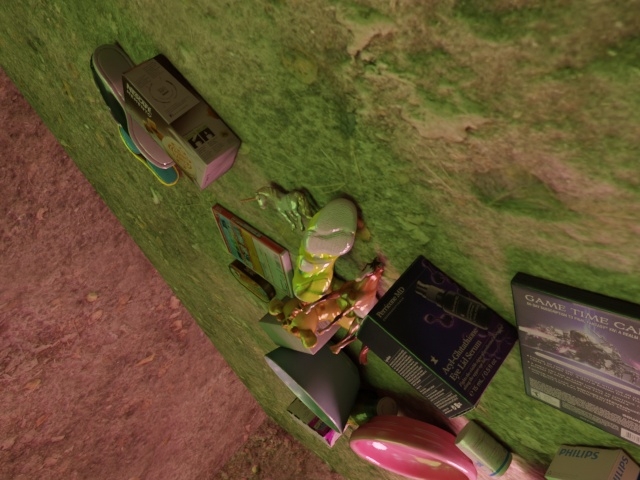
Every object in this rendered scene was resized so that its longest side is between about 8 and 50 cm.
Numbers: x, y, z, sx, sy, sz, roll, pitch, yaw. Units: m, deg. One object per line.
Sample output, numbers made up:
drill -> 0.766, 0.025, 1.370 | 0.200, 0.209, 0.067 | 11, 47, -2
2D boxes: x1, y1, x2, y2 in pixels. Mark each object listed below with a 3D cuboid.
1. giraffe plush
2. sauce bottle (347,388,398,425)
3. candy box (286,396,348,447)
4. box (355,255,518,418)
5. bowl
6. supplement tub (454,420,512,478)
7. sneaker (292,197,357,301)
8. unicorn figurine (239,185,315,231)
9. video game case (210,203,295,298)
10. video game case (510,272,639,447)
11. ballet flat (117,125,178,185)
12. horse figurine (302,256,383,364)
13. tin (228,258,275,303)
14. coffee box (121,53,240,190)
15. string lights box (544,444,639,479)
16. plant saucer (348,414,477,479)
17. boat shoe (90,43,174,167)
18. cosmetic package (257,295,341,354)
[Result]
giraffe plush -> -0.014, 0.158, 1.014 | 0.181, 0.170, 0.210 | 21, 144, 42
sauce bottle -> 0.119, 0.516, 1.382 | 0.111, 0.111, 0.344 | 47, 152, -1
candy box -> 0.003, 0.643, 1.678 | 0.233, 0.159, 0.071 | 14, 138, 49
box -> 0.186, 0.156, 0.734 | 0.207, 0.153, 0.108 | 39, 152, 15
bowl -> -0.002, 0.395, 1.316 | 0.311, 0.163, 0.312 | 40, 158, 19
supplement tub -> 0.363, 0.466, 0.996 | 0.107, 0.071, 0.071 | 39, 153, 15
sneaker -> 0.000, 0.000, 0.868 | 0.091, 0.126, 0.240 | 18, 123, -13
unicorn figurine -> -0.071, -0.070, 0.921 | 0.161, 0.060, 0.111 | -15, 116, 43
video game case -> -0.185, 0.030, 1.256 | 0.285, 0.025, 0.204 | 31, 150, 28
video game case -> 0.376, 0.175, 0.623 | 0.196, 0.026, 0.274 | 18, 141, 45
ballet flat -> -0.489, -0.254, 1.264 | 0.231, 0.077, 0.077 | 56, 169, -23
horse figurine -> 0.075, 0.152, 0.919 | 0.066, 0.174, 0.263 | 47, 170, 45
tin -> -0.220, 0.129, 1.434 | 0.189, 0.040, 0.106 | 33, 147, 25
coffee box -> -0.297, -0.246, 0.953 | 0.246, 0.098, 0.141 | 48, 154, -3
string lights box -> 0.528, 0.465, 0.742 | 0.259, 0.076, 0.133 | 45, 155, 5
plant saucer -> 0.243, 0.551, 1.180 | 0.331, 0.084, 0.332 | 15, 144, 11
boat shoe -> -0.443, -0.312, 1.078 | 0.091, 0.114, 0.303 | -4, 113, 57
cosmetic package -> -0.061, 0.225, 1.229 | 0.107, 0.127, 0.238 | 54, 155, -11
